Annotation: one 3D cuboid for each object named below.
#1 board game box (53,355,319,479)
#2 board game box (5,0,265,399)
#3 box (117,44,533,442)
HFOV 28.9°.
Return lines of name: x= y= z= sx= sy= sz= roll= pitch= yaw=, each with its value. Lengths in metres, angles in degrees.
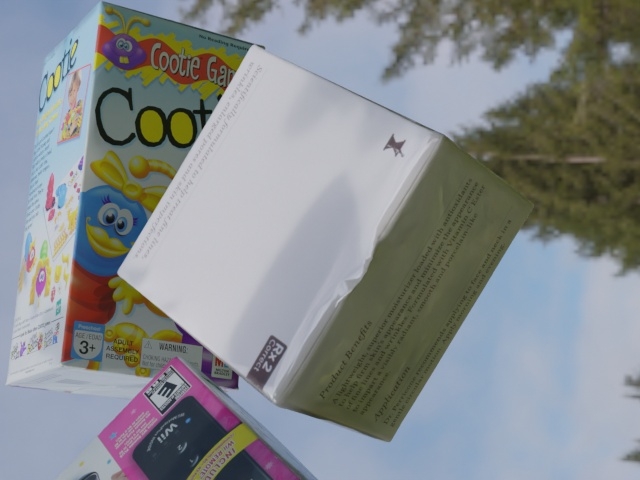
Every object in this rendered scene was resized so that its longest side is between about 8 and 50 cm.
board game box: x=-0.075 y=0.218 z=0.689 sx=0.224 sy=0.303 sz=0.097 roll=-47 pitch=-58 yaw=-8
board game box: x=-0.144 y=-0.021 z=0.973 sx=0.142 sy=0.144 sz=0.275 roll=11 pitch=-106 yaw=-28
box: x=0.000 y=0.000 z=0.785 sx=0.119 sy=0.182 sz=0.181 roll=30 pitch=-87 yaw=-48
